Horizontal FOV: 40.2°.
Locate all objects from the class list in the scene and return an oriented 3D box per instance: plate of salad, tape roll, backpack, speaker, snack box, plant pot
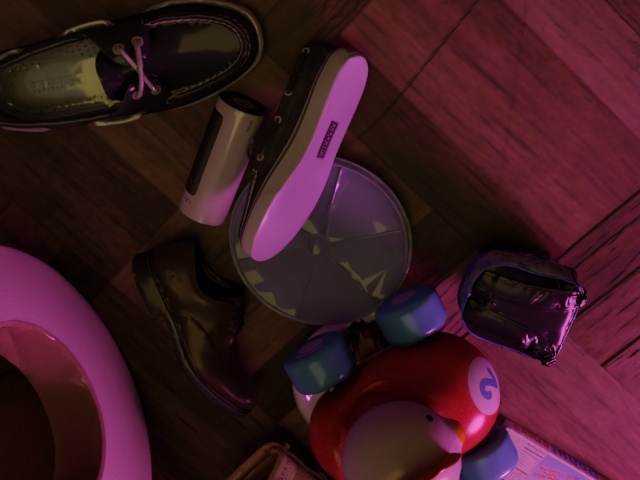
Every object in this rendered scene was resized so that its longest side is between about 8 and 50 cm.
[{"bbox_3d":[0.064,0.175,1.013,0.200,0.048,0.199,3,113,8],"label":"plate of salad"},{"bbox_3d":[-0.311,0.189,0.886,0.072,0.392,0.392,-23,108,16],"label":"tape roll"},{"bbox_3d":[0.204,0.061,0.924,0.114,0.084,0.105,17,113,-5],"label":"backpack"},{"bbox_3d":[-0.103,-0.084,0.923,0.055,0.055,0.136,24,115,-2],"label":"speaker"},{"bbox_3d":[0.276,0.282,1.042,0.178,0.022,0.064,31,113,-6],"label":"snack box"},{"bbox_3d":[-0.380,0.321,1.027,0.237,0.254,0.237,3,114,8],"label":"plant pot"}]

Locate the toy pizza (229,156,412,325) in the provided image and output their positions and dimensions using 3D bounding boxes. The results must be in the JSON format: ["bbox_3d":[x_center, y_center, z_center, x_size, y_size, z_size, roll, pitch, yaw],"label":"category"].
[{"bbox_3d":[0.000,0.000,0.956,0.201,0.032,0.201,3,113,8],"label":"toy pizza"}]

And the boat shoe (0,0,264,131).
[{"bbox_3d":[-0.206,-0.167,0.881,0.303,0.091,0.114,-14,110,14],"label":"boat shoe"}]

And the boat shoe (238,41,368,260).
[{"bbox_3d":[-0.034,-0.094,0.875,0.076,0.080,0.228,28,98,29],"label":"boat shoe"}]

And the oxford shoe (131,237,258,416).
[{"bbox_3d":[-0.119,0.101,0.990,0.096,0.083,0.227,-23,109,12],"label":"oxford shoe"}]

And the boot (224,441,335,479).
[{"bbox_3d":[0.024,0.308,1.035,0.262,0.095,0.203,-29,118,25],"label":"boot"}]

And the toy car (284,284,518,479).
[{"bbox_3d":[0.095,0.193,0.857,0.210,0.238,0.219,-27,100,0],"label":"toy car"}]
